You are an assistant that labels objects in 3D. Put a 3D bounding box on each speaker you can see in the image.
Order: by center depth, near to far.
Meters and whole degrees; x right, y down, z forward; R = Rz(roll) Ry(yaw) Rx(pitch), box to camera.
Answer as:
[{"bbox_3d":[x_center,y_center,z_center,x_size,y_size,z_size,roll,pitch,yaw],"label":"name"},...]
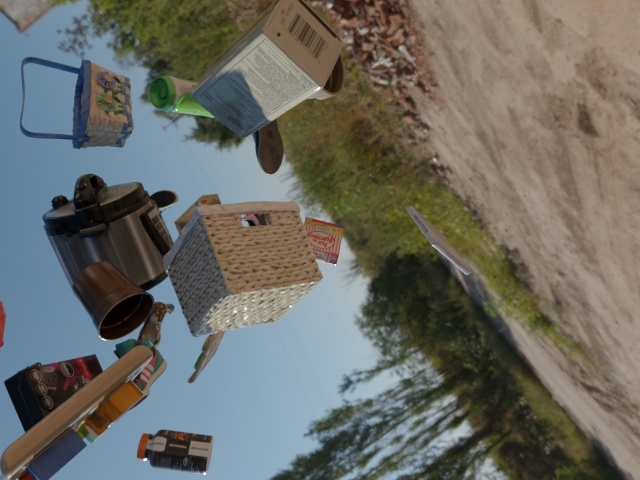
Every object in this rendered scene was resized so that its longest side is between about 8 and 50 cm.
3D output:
[{"bbox_3d":[-0.470,-0.521,1.984,0.296,0.131,0.131,-9,-122,-54],"label":"speaker"}]

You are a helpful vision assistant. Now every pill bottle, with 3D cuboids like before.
[{"bbox_3d":[-0.503,0.727,1.880,0.246,0.130,0.130,9,-169,-5],"label":"pill bottle"}]

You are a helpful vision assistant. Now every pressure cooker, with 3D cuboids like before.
[{"bbox_3d":[-0.741,-0.025,1.883,0.375,0.370,0.420,-41,-59,-49],"label":"pressure cooker"}]

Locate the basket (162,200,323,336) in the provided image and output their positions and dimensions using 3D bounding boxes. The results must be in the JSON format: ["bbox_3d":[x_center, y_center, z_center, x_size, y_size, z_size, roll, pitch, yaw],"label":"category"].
[{"bbox_3d":[-0.226,0.083,1.554,0.328,0.331,0.266,-5,-116,-37],"label":"basket"}]

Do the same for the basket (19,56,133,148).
[{"bbox_3d":[-0.691,-0.393,1.544,0.201,0.289,0.254,-41,55,55],"label":"basket"}]

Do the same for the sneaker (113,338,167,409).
[{"bbox_3d":[-0.623,0.420,1.793,0.178,0.124,0.295,64,-166,-15],"label":"sneaker"}]

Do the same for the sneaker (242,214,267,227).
[{"bbox_3d":[-0.223,0.043,2.064,0.112,0.131,0.319,-27,73,59],"label":"sneaker"}]

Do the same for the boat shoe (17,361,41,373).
[{"bbox_3d":[-0.973,0.536,1.894,0.079,0.084,0.233,-36,-56,-51],"label":"boat shoe"}]

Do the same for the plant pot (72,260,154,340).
[{"bbox_3d":[-0.565,0.152,1.459,0.165,0.167,0.167,40,179,23],"label":"plant pot"}]

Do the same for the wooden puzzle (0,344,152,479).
[{"bbox_3d":[-0.492,0.391,1.109,0.080,0.348,0.322,45,-133,4],"label":"wooden puzzle"}]

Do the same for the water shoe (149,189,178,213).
[{"bbox_3d":[-0.633,-0.143,2.118,0.080,0.203,0.073,24,-128,-71],"label":"water shoe"}]

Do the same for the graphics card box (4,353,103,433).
[{"bbox_3d":[-0.848,0.521,1.818,0.232,0.094,0.371,62,-171,10],"label":"graphics card box"}]

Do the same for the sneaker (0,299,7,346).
[{"bbox_3d":[-0.993,0.184,1.592,0.136,0.116,0.313,64,-170,-66],"label":"sneaker"}]

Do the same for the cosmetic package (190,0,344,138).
[{"bbox_3d":[-0.113,-0.337,1.080,0.153,0.129,0.296,38,150,-27],"label":"cosmetic package"}]

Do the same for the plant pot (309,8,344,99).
[{"bbox_3d":[-0.107,-0.651,2.027,0.323,0.280,0.323,29,-127,-50],"label":"plant pot"}]

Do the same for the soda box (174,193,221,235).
[{"bbox_3d":[-0.372,-0.077,1.669,0.181,0.061,0.058,-60,-40,-54],"label":"soda box"}]

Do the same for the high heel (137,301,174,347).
[{"bbox_3d":[-0.677,0.353,2.119,0.093,0.261,0.186,30,175,7],"label":"high heel"}]

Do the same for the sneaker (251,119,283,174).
[{"bbox_3d":[-0.177,-0.315,1.728,0.118,0.083,0.222,178,87,-67],"label":"sneaker"}]

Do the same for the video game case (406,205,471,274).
[{"bbox_3d":[0.354,0.000,1.625,0.201,0.023,0.183,35,-161,-36],"label":"video game case"}]

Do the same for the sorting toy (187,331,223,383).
[{"bbox_3d":[-0.370,0.357,1.828,0.038,0.208,0.193,31,-160,1],"label":"sorting toy"}]

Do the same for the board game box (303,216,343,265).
[{"bbox_3d":[0.000,0.000,1.932,0.147,0.045,0.193,13,-145,-2],"label":"board game box"}]
